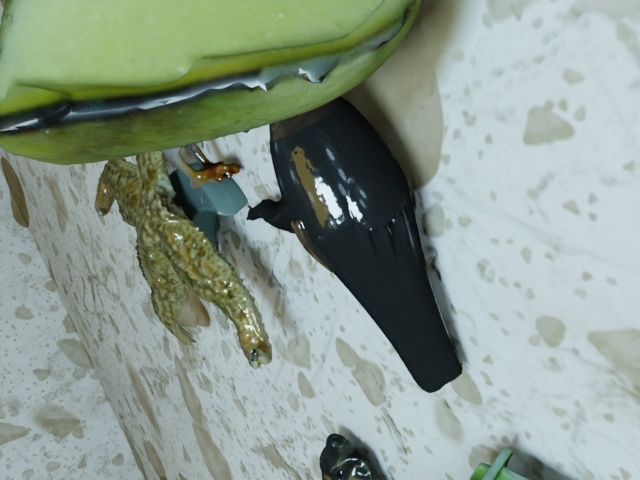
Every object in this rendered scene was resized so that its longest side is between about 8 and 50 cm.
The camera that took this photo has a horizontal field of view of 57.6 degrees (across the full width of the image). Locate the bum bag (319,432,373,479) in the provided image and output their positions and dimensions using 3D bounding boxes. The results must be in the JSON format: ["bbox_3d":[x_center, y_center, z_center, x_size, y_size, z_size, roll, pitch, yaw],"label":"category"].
[{"bbox_3d":[0.035,0.427,0.840,0.144,0.095,0.340,40,132,38],"label":"bum bag"}]

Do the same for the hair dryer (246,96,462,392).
[{"bbox_3d":[0.000,0.000,0.652,0.304,0.120,0.359,60,160,-17],"label":"hair dryer"}]

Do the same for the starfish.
[{"bbox_3d":[-0.233,0.026,0.884,0.432,0.082,0.324,60,142,8],"label":"starfish"}]

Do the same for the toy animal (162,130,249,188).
[{"bbox_3d":[-0.241,-0.167,0.730,0.284,0.225,0.302,-16,123,41],"label":"toy animal"}]

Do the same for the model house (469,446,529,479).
[{"bbox_3d":[0.187,0.352,0.410,0.323,0.300,0.340,32,141,27],"label":"model house"}]

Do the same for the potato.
[{"bbox_3d":[-0.058,-0.201,0.468,0.213,0.280,0.330,51,-135,-81],"label":"potato"}]

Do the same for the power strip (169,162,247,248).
[{"bbox_3d":[-0.186,-0.019,0.906,0.167,0.054,0.253,52,144,24],"label":"power strip"}]
